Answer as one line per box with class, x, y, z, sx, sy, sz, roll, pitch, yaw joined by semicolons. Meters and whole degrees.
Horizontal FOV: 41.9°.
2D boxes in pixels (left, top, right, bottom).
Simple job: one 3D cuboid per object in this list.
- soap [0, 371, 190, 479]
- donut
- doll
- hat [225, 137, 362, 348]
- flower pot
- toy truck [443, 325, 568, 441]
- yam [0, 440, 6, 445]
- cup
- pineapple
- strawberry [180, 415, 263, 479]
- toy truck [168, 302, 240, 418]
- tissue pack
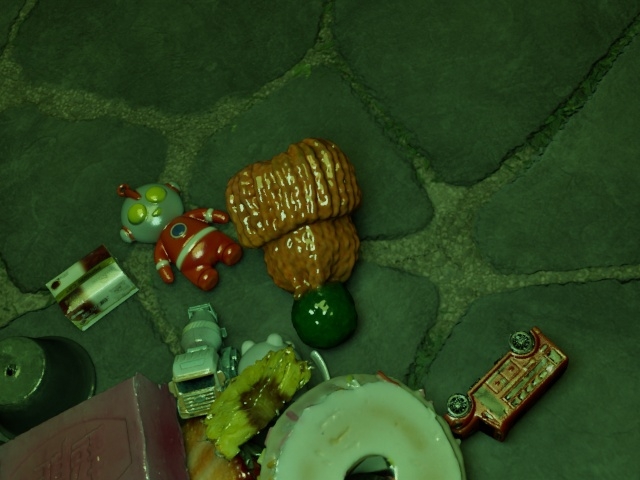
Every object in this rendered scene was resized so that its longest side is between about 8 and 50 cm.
soap;-0.419;0.424;1.532;0.360;0.128;0.233;-29;58;21
donut;0.066;0.417;1.448;0.383;0.142;0.382;5;74;-18
doll;-0.325;-0.031;1.817;0.336;0.105;0.200;37;77;23
hat;0.000;0.000;1.682;0.285;0.285;0.400;-29;81;-5
flower pot;-0.590;0.282;1.687;0.235;0.148;0.235;-4;65;8
toy truck;0.339;0.281;1.546;0.253;0.107;0.114;-43;64;-12
yam;-0.660;0.414;1.578;0.106;0.259;0.106;-1;70;3
cup;-0.074;0.259;1.613;0.174;0.134;0.142;-10;63;5
pineapple;-0.125;0.279;1.466;0.233;0.135;0.079;-44;103;-23
strawberry;-0.189;0.475;1.524;0.253;0.150;0.280;7;69;45
toy truck;-0.226;0.227;1.613;0.108;0.140;0.256;-13;18;3
tissue pack;-0.487;0.099;1.784;0.149;0.099;0.106;-38;63;-9
